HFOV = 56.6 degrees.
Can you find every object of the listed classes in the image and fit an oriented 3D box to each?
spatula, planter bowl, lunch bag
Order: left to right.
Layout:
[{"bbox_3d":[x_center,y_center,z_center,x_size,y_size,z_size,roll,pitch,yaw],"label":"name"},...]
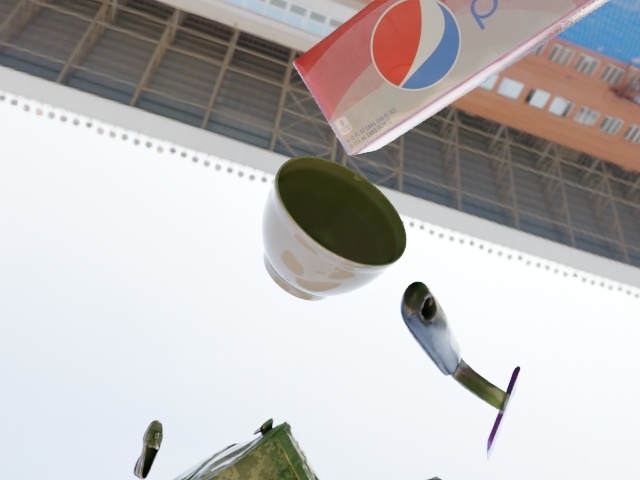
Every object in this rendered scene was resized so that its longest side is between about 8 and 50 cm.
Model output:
[{"bbox_3d":[-0.079,0.453,0.903,0.305,0.256,0.213,58,-153,9],"label":"lunch bag"},{"bbox_3d":[0.000,0.000,0.666,0.162,0.109,0.162,22,-143,-18],"label":"planter bowl"},{"bbox_3d":[0.119,0.108,0.473,0.030,0.084,0.296,12,157,39],"label":"spatula"}]

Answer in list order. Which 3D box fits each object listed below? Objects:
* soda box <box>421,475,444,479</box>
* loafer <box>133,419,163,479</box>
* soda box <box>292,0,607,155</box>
[{"bbox_3d":[0.071,0.312,0.653,0.169,0.060,0.053,-9,-95,-15],"label":"soda box"},{"bbox_3d":[-0.371,0.460,1.302,0.045,0.125,0.039,26,164,-32],"label":"loafer"},{"bbox_3d":[0.115,-0.169,0.444,0.092,0.263,0.083,59,-157,0],"label":"soda box"}]
